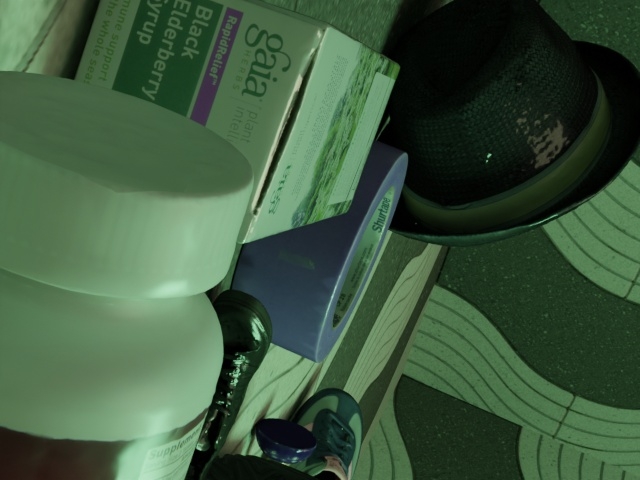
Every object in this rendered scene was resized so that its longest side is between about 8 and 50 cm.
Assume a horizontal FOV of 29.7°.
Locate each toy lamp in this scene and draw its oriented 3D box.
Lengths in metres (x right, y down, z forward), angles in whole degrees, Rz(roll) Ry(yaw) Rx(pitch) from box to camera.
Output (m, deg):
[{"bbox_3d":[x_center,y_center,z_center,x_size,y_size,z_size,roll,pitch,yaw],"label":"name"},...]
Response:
[{"bbox_3d":[-0.082,0.337,1.359,0.080,0.080,0.274,-36,145,-73],"label":"toy lamp"}]

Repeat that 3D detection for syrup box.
[{"bbox_3d":[-0.033,-0.064,0.581,0.237,0.096,0.093,-19,130,-78],"label":"syrup box"}]

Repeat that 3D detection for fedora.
[{"bbox_3d":[0.168,-0.150,1.216,0.334,0.334,0.152,-60,138,-38],"label":"fedora"}]

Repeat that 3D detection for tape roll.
[{"bbox_3d":[0.000,0.000,0.991,0.189,0.080,0.189,22,90,-82],"label":"tape roll"}]

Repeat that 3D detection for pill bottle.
[{"bbox_3d":[-0.103,0.063,0.407,0.121,0.121,0.221,-43,154,-69],"label":"pill bottle"}]

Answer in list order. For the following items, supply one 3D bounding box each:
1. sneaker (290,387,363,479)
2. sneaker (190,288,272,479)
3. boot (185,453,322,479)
[{"bbox_3d":[0.006,0.292,1.512,0.131,0.112,0.319,-44,-166,41],"label":"sneaker"},{"bbox_3d":[-0.081,0.119,0.897,0.170,0.051,0.089,108,5,-47],"label":"sneaker"},{"bbox_3d":[-0.131,0.424,1.023,0.445,0.146,0.367,-71,161,6],"label":"boot"}]
